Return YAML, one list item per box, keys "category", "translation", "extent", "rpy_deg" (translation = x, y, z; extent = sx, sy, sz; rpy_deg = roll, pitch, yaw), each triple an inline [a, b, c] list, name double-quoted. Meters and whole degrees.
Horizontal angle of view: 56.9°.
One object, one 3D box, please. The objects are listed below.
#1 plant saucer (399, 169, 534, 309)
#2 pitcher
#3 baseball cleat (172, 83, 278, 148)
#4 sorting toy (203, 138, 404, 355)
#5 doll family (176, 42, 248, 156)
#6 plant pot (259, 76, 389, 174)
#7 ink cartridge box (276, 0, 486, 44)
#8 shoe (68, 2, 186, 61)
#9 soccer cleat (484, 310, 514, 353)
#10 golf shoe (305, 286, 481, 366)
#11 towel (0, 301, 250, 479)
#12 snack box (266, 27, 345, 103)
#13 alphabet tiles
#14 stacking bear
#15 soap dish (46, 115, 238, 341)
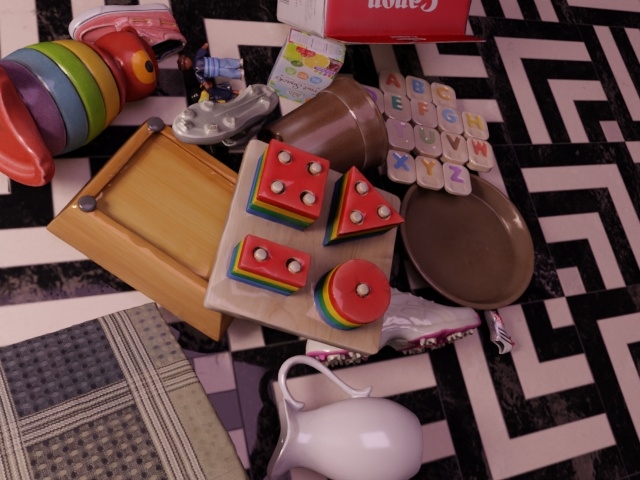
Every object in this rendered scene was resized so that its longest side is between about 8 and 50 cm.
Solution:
- category: "plant saucer"
  translation: [0.263, -0.001, 1.078]
  extent: [0.278, 0.041, 0.277]
  rpy_deg: [9, 62, -17]
- category: "pitcher"
  translation: [0.035, 0.258, 0.843]
  extent: [0.207, 0.125, 0.177]
  rpy_deg: [6, 76, -9]
- category: "baseball cleat"
  translation: [-0.142, -0.167, 0.889]
  extent: [0.072, 0.109, 0.206]
  rpy_deg: [46, 47, 12]
- category: "sorting toy"
  translation: [0.000, 0.000, 0.824]
  extent: [0.256, 0.089, 0.257]
  rpy_deg: [20, 65, -18]
- category: "doll family"
  translation: [-0.182, -0.238, 0.992]
  extent: [0.112, 0.076, 0.192]
  rpy_deg: [-2, 65, -18]
- category: "plant pot"
  translation: [-0.002, -0.165, 0.986]
  extent: [0.165, 0.167, 0.167]
  rpy_deg: [-30, 82, -21]
- category: "ink cartridge box"
  translation: [0.116, -0.445, 1.075]
  extent: [0.310, 0.130, 0.272]
  rpy_deg: [-11, 32, -25]
- category: "shoe"
  translation: [-0.315, -0.340, 0.981]
  extent: [0.178, 0.063, 0.081]
  rpy_deg: [-23, 74, -32]
- category: "soccer cleat"
  translation: [0.311, 0.161, 1.046]
  extent: [0.036, 0.029, 0.083]
  rpy_deg: [-25, 85, -32]
- category: "golf shoe"
  translation: [0.116, 0.114, 0.944]
  extent: [0.306, 0.115, 0.140]
  rpy_deg: [-3, 67, -24]
- category: "towel"
  translation: [-0.288, 0.235, 0.705]
  extent: [0.312, 0.056, 0.324]
  rpy_deg: [-17, 48, -28]
- category: "snack box"
  translation: [-0.028, -0.297, 1.032]
  extent: [0.100, 0.141, 0.037]
  rpy_deg: [16, 65, -15]
- category: "alphabet tiles"
  translation: [0.199, -0.214, 1.131]
  extent: [0.284, 0.021, 0.277]
  rpy_deg: [10, 57, -15]
- category: "stacking bear"
  translation: [-0.358, -0.223, 0.868]
  extent: [0.289, 0.164, 0.175]
  rpy_deg: [-44, 126, -41]
- category: "soap dish"
  translation: [-0.205, -0.029, 0.868]
  extent: [0.291, 0.118, 0.228]
  rpy_deg: [35, 61, -5]
